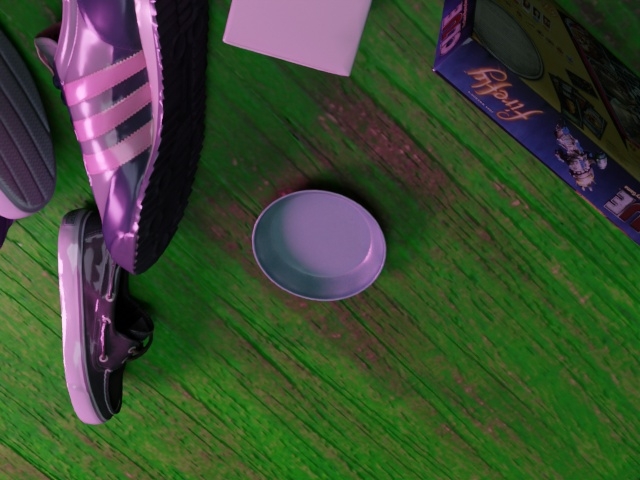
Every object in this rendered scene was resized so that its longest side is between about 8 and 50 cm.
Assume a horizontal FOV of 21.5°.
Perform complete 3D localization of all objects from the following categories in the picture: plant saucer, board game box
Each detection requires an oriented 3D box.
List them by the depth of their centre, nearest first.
[{"bbox_3d":[0.194,-0.107,1.296,0.243,0.165,0.042,39,122,-17],"label":"board game box"},{"bbox_3d":[0.000,0.000,1.491,0.119,0.021,0.119,5,125,7],"label":"plant saucer"}]

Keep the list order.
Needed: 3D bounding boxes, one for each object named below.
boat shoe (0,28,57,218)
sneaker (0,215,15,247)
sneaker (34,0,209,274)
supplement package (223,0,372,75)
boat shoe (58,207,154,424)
[{"bbox_3d":[-0.322,-0.150,1.399,0.094,0.109,0.302,-14,112,33],"label":"boat shoe"},{"bbox_3d":[-0.385,-0.073,1.436,0.283,0.124,0.107,38,122,-17],"label":"sneaker"},{"bbox_3d":[-0.170,-0.122,1.395,0.131,0.112,0.319,18,124,16],"label":"sneaker"},{"bbox_3d":[0.001,-0.234,1.274,0.105,0.105,0.179,15,125,-2],"label":"supplement package"},{"bbox_3d":[-0.190,0.074,1.545,0.076,0.080,0.228,4,118,8],"label":"boat shoe"}]
